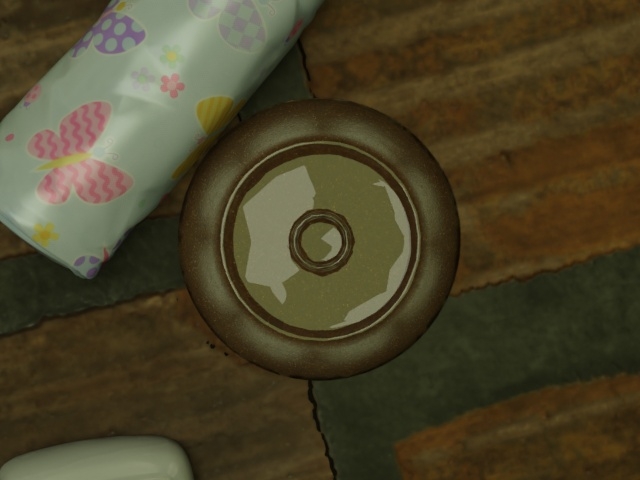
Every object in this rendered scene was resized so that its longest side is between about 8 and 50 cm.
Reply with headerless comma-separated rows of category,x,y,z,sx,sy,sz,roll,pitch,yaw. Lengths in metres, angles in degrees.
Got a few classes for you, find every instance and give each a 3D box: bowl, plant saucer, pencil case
bowl,-0.144,0.206,1.114,0.142,0.053,0.142,-7,91,-19
plant saucer,0.000,0.000,1.138,0.199,0.036,0.198,0,92,-2
pencil case,-0.118,-0.107,1.093,0.124,0.113,0.273,39,90,6
